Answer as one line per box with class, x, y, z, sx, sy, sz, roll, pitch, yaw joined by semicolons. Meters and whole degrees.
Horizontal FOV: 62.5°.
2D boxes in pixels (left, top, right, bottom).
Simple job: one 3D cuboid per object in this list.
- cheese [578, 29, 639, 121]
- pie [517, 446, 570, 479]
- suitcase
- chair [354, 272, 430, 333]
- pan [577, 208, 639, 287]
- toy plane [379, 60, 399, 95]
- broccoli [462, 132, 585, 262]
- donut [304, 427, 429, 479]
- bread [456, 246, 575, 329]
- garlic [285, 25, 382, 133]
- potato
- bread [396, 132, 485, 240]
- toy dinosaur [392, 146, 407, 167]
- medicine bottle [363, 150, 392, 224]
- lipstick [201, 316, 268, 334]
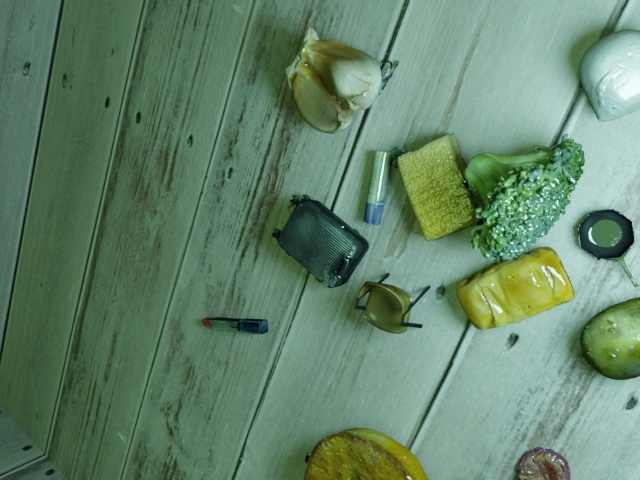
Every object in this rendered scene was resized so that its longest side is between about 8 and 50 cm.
cheese;0.728;-0.408;1.269;0.198;0.154;0.189;-32;97;26
pie;0.638;0.669;1.509;0.153;0.038;0.154;2;94;31
suitcase;0.000;0.000;1.774;0.312;0.128;0.202;40;114;22
chair;0.210;0.190;1.598;0.158;0.246;0.173;17;105;29
pan;0.745;0.021;1.368;0.128;0.048;0.202;-6;91;33
toy plane;0.199;-0.517;1.656;0.049;0.031;0.121;38;110;13
broccoli;0.518;-0.110;1.340;0.323;0.334;0.272;-8;56;-7
donut;0.158;0.796;1.749;0.435;0.163;0.378;-31;78;32
bread;0.534;0.134;1.464;0.294;0.132;0.167;-27;88;29
garlic;0.044;-0.481;1.642;0.313;0.249;0.286;44;99;18
potato;0.786;0.230;1.284;0.307;0.210;0.173;-27;39;24
bread;0.355;-0.153;1.554;0.184;0.114;0.275;-23;84;28
toy dinosaur;0.253;-0.254;1.650;0.047;0.030;0.084;-2;94;34
medicine bottle;0.182;-0.168;1.685;0.059;0.059;0.231;15;103;29
lipstick;-0.341;0.329;2.067;0.311;0.051;0.051;-2;95;34
